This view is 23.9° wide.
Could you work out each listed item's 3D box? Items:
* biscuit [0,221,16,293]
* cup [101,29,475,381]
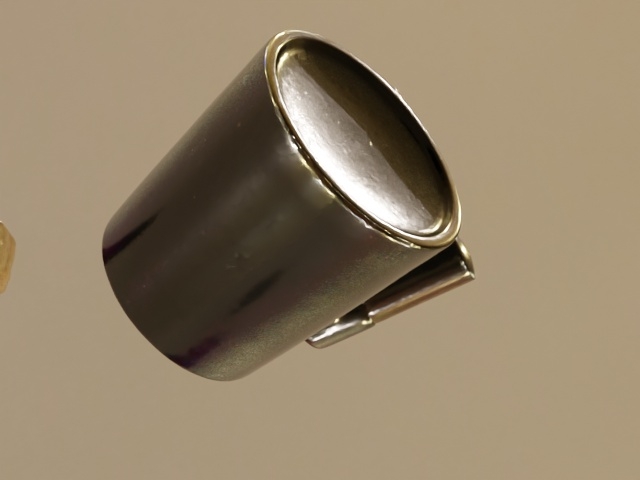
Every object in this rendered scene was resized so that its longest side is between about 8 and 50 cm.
[{"bbox_3d":[-0.354,-0.020,1.109,0.257,0.273,0.049,30,-112,-28],"label":"biscuit"},{"bbox_3d":[-0.004,0.008,0.972,0.239,0.177,0.166,39,-151,-21],"label":"cup"}]
